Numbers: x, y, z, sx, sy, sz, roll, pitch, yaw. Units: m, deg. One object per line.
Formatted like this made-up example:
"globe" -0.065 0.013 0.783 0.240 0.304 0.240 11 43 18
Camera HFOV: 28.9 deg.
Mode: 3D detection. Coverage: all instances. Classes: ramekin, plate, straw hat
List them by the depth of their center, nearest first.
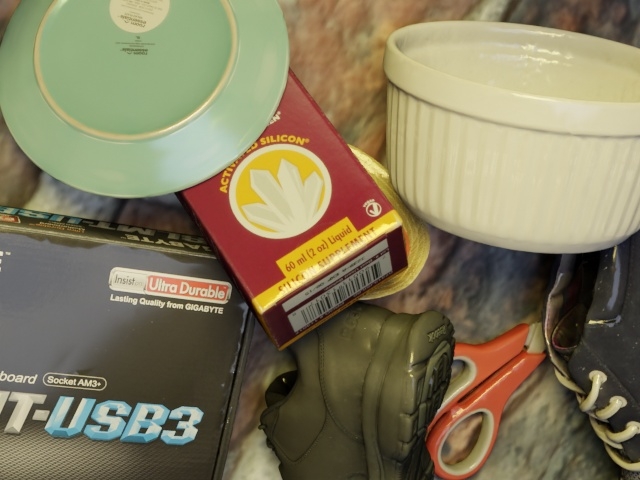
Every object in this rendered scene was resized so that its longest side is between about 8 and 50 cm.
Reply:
"plate" -0.113 -0.117 0.775 0.188 0.024 0.188 -2 71 5
"ramekin" 0.139 -0.072 0.842 0.207 0.207 0.109 0 114 -18
"straw hat" 0.000 0.000 0.883 0.144 0.145 0.061 0 146 -18

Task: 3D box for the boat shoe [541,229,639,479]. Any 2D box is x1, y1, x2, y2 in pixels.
"boat shoe" 0.240 0.124 0.968 0.158 0.127 0.341 2 99 -20

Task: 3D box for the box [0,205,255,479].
"box" -0.209 0.126 0.848 0.295 0.073 0.293 9 102 -21

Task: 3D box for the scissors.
"scissors" 0.169 0.070 0.984 0.297 0.021 0.109 -45 113 -2

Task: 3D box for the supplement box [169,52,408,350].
"supplement box" -0.038 -0.040 0.797 0.104 0.081 0.188 -32 68 -7

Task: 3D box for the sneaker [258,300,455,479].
"sneaker" 0.017 0.157 0.919 0.130 0.109 0.286 17 120 18
